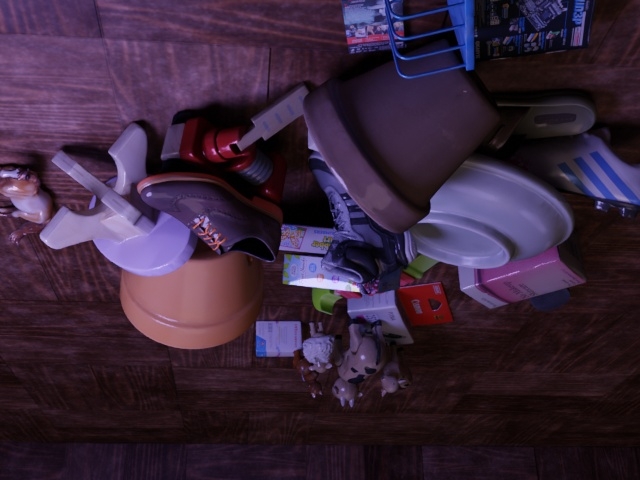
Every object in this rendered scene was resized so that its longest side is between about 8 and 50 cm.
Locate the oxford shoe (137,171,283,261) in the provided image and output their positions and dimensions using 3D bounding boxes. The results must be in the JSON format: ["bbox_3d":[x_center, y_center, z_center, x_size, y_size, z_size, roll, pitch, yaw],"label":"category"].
[{"bbox_3d":[-0.174,-0.037,1.336,0.271,0.098,0.097,17,146,-32],"label":"oxford shoe"}]

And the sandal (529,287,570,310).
[{"bbox_3d":[0.523,0.090,1.936,0.097,0.054,0.254,-24,136,24],"label":"sandal"}]

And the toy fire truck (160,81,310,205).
[{"bbox_3d":[-0.112,-0.151,1.369,0.246,0.159,0.217,-6,153,32],"label":"toy fire truck"}]

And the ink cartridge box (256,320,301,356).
[{"bbox_3d":[-0.113,0.268,2.200,0.122,0.089,0.052,0,152,-3],"label":"ink cartridge box"}]

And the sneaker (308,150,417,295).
[{"bbox_3d":[0.041,-0.030,1.447,0.268,0.153,0.101,49,162,-1],"label":"sneaker"}]

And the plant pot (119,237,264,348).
[{"bbox_3d":[-0.245,0.037,1.581,0.290,0.291,0.203,4,136,-9],"label":"plant pot"}]

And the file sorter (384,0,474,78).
[{"bbox_3d":[0.137,-0.310,1.055,0.104,0.118,0.170,-12,151,4],"label":"file sorter"}]

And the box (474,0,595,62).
[{"bbox_3d":[0.281,-0.337,1.096,0.175,0.051,0.220,-6,152,9],"label":"box"}]

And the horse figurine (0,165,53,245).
[{"bbox_3d":[-0.583,-0.080,1.548,0.174,0.066,0.263,3,151,6],"label":"horse figurine"}]

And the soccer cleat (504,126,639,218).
[{"bbox_3d":[0.433,-0.143,1.435,0.331,0.143,0.116,15,-173,11],"label":"soccer cleat"}]

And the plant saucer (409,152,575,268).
[{"bbox_3d":[0.256,-0.034,1.493,0.400,0.101,0.400,16,161,6],"label":"plant saucer"}]

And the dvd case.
[{"bbox_3d":[0.078,-0.316,1.170,0.087,0.013,0.119,-5,153,7],"label":"dvd case"}]

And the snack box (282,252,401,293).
[{"bbox_3d":[0.048,0.066,1.690,0.207,0.070,0.174,6,-178,20],"label":"snack box"}]

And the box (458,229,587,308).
[{"bbox_3d":[0.430,0.044,1.749,0.232,0.127,0.148,-21,147,33],"label":"box"}]

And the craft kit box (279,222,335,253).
[{"bbox_3d":[0.000,0.000,1.619,0.246,0.061,0.250,2,180,-10],"label":"craft kit box"}]

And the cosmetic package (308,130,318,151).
[{"bbox_3d":[0.037,-0.174,1.392,0.115,0.060,0.041,15,148,-30],"label":"cosmetic package"}]

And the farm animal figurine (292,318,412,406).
[{"bbox_3d":[0.103,0.334,2.097,0.330,0.172,0.327,-3,149,-11],"label":"farm animal figurine"}]

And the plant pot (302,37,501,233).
[{"bbox_3d":[0.139,-0.180,1.229,0.229,0.263,0.263,-36,140,19],"label":"plant pot"}]

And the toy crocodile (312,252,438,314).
[{"bbox_3d":[0.122,0.077,1.826,0.340,0.105,0.115,-19,148,30],"label":"toy crocodile"}]

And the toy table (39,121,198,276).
[{"bbox_3d":[-0.352,-0.064,1.420,0.274,0.252,0.161,18,163,35],"label":"toy table"}]

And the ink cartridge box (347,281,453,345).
[{"bbox_3d":[0.215,0.199,2.116,0.238,0.060,0.275,-7,152,13],"label":"ink cartridge box"}]

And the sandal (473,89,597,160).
[{"bbox_3d":[0.309,-0.183,1.353,0.302,0.086,0.120,-7,152,11],"label":"sandal"}]
